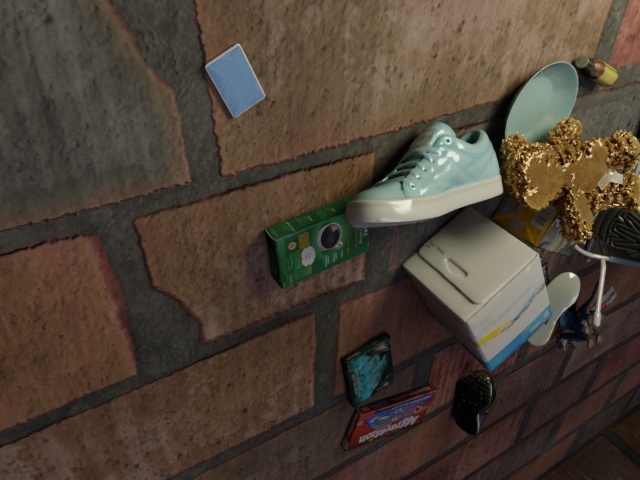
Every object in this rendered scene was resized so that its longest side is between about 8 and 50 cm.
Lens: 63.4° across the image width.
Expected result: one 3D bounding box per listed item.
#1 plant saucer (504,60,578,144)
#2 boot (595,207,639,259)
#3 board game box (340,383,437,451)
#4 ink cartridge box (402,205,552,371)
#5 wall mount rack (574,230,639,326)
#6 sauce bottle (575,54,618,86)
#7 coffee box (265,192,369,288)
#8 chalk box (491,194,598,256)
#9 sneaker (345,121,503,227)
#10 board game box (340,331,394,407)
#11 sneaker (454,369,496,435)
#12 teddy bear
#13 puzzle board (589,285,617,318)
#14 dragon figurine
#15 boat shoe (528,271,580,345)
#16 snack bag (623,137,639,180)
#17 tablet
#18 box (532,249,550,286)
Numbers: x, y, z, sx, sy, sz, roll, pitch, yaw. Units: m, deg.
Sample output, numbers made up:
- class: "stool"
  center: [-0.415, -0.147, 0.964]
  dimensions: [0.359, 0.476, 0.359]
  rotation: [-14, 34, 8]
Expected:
- class: "plant saucer"
  center: [0.419, -0.256, 1.012]
  dimensions: [0.194, 0.037, 0.195]
  rotation: [-20, 132, -25]
- class: "boot"
  center: [0.996, -0.029, 1.360]
  dimensions: [0.444, 0.367, 0.146]
  rotation: [-17, 138, -35]
- class: "board game box"
  center: [0.191, 0.482, 1.418]
  dimensions: [0.281, 0.027, 0.145]
  rotation: [-5, 126, -35]
- class: "ink cartridge box"
  center: [0.342, 0.108, 1.117]
  dimensions: [0.197, 0.198, 0.270]
  rotation: [-41, 138, -2]
- class: "wall mount rack"
  center: [0.842, 0.106, 1.380]
  dimensions: [0.304, 0.349, 0.131]
  rotation: [-63, 159, -50]
- class: "sauce bottle"
  center: [0.556, -0.345, 1.046]
  dimensions: [0.128, 0.042, 0.042]
  rotation: [7, 117, -38]
- class: "coffee box"
  center: [0.000, 0.000, 0.888]
  dimensions: [0.184, 0.040, 0.113]
  rotation: [-23, 133, -21]
- class: "chalk box"
  center: [0.520, -0.056, 1.178]
  dimensions: [0.212, 0.132, 0.133]
  rotation: [11, 113, -43]
- class: "sneaker"
  center: [0.168, -0.115, 0.870]
  dimensions: [0.365, 0.135, 0.150]
  rotation: [-18, 97, -42]
- class: "board game box"
  center: [0.115, 0.308, 1.224]
  dimensions: [0.126, 0.026, 0.186]
  rotation: [-27, 135, -17]
- class: "sneaker"
  center: [0.490, 0.472, 1.605]
  dimensions: [0.124, 0.107, 0.284]
  rotation: [-35, 142, -32]
- class: "teddy bear"
  center: [0.490, -0.124, 1.007]
  dimensions: [0.337, 0.113, 0.245]
  rotation: [-22, 93, -18]
- class: "puzzle board"
  center: [1.014, 0.229, 1.861]
  dimensions: [0.128, 0.011, 0.096]
  rotation: [-50, 137, 5]
- class: "dragon figurine"
  center: [0.840, 0.257, 1.694]
  dimensions: [0.085, 0.144, 0.290]
  rotation: [-20, 113, -22]
- class: "boat shoe"
  center: [0.615, 0.177, 1.391]
  dimensions: [0.220, 0.077, 0.070]
  rotation: [-65, 168, 16]
- class: "snack bag"
  center: [0.936, -0.316, 1.356]
  dimensions: [0.322, 0.037, 0.343]
  rotation: [-30, 138, -14]
- class: "tablet"
  center: [-0.109, -0.205, 0.671]
  dimensions: [0.054, 0.006, 0.083]
  rotation: [-37, 138, -8]
- class: "box"
  center: [0.498, 0.179, 1.393]
  dimensions: [0.270, 0.060, 0.216]
  rotation: [-40, 138, -4]
